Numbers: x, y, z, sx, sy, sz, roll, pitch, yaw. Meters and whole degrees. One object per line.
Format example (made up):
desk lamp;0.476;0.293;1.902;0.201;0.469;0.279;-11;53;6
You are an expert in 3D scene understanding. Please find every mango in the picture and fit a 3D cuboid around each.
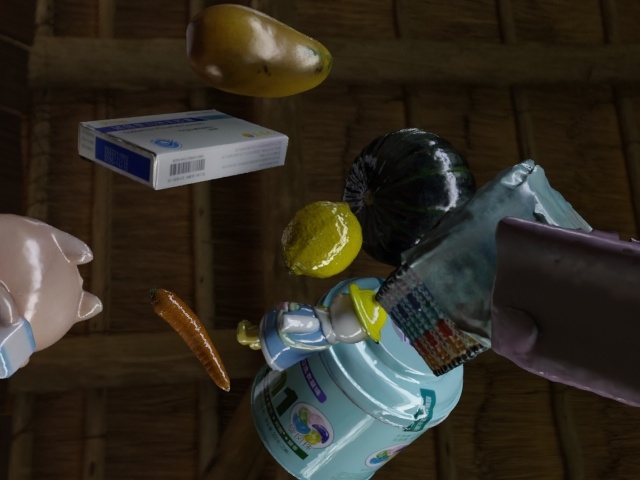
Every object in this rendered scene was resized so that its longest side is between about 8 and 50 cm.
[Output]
mango;-0.132;-0.392;1.625;0.211;0.317;0.172;-16;-113;63

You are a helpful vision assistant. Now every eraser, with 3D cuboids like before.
eraser;0.336;0.079;0.559;0.359;0.272;0.122;15;-82;43

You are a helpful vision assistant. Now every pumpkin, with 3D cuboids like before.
pumpkin;0.156;-0.072;1.330;0.250;0.216;0.249;7;-78;34

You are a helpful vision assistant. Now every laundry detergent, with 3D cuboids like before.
laundry detergent;0.072;0.235;1.331;0.305;0.287;0.287;-52;-128;37

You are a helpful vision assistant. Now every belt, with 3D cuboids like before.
belt;0.176;0.035;0.824;0.150;0.207;0.257;49;-29;9

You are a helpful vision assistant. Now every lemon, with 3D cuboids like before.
lemon;0.000;0.000;1.099;0.133;0.109;0.109;-47;-127;-7

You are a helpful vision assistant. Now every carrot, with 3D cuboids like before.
carrot;-0.270;0.204;1.640;0.062;0.066;0.271;-40;-89;-12

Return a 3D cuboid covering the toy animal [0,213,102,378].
toy animal;-0.405;0.090;0.848;0.213;0.256;0.195;15;-59;17

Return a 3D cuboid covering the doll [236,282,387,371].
doll;0.001;0.125;1.119;0.241;0.135;0.098;-20;-147;14

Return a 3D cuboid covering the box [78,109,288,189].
box;-0.242;-0.175;1.408;0.200;0.343;0.065;24;-65;29
